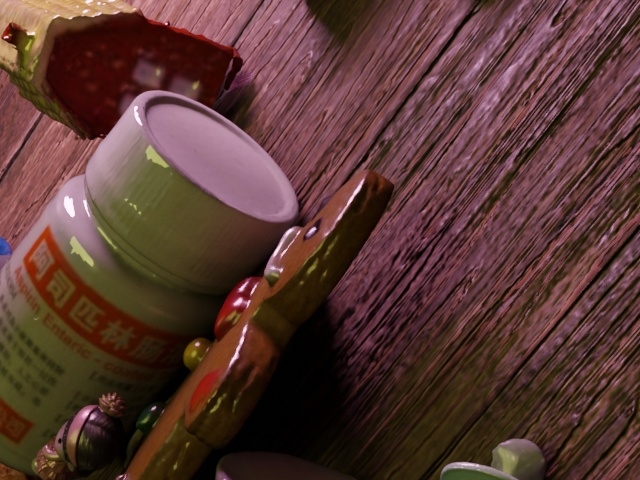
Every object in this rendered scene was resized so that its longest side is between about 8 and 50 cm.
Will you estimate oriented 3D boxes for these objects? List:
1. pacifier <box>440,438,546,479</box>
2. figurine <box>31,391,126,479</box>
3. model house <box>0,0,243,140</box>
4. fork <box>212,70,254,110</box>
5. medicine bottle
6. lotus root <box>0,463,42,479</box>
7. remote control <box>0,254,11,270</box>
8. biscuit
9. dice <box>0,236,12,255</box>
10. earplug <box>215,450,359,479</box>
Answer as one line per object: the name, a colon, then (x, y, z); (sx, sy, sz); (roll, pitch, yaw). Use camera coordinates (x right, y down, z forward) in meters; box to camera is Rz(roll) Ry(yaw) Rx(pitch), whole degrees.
pacifier: (0.133, 0.194, 0.912); (0.116, 0.127, 0.150); (-48, -9, -38)
figurine: (-0.221, 0.190, 1.182); (0.129, 0.054, 0.072); (-40, 10, 50)
model house: (-0.246, -0.194, 1.397); (0.196, 0.254, 0.160); (31, 98, 54)
fork: (-0.115, -0.154, 1.425); (0.115, 0.012, 0.016); (-36, 45, 35)
medicine bottle: (-0.203, 0.049, 1.270); (0.371, 0.211, 0.211); (-50, 41, 23)
lotus root: (-0.377, 0.255, 1.467); (0.110, 0.097, 0.258); (-26, 46, 1)
remote control: (-0.437, 0.110, 1.498); (0.332, 0.103, 0.221); (-2, 52, 6)
biscuit: (-0.081, 0.098, 1.112); (0.432, 0.064, 0.283); (-54, 6, 26)
dice: (-0.502, 0.044, 1.681); (0.143, 0.146, 0.146); (0, 73, 52)
earplug: (-0.051, 0.339, 1.004); (0.172, 0.172, 0.301); (31, 102, 52)
